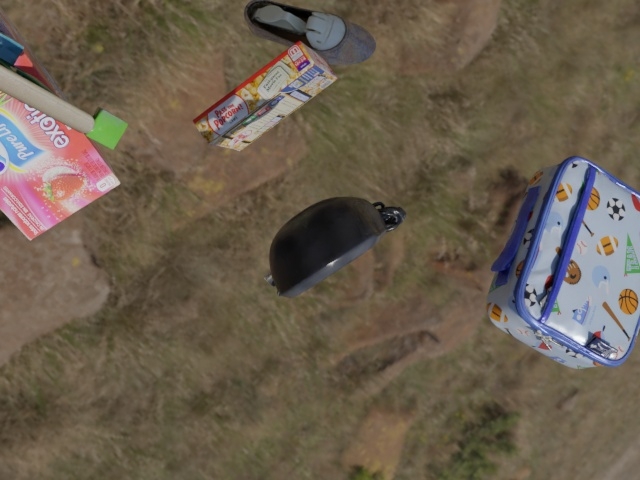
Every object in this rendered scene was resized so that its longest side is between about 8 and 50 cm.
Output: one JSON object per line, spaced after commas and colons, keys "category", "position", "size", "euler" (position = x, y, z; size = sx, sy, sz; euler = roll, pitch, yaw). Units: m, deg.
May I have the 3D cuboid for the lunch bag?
{"category": "lunch bag", "position": [0.387, 0.038, 1.363], "size": [0.115, 0.243, 0.303], "euler": [-19, -136, 62]}

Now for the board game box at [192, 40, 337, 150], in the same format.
{"category": "board game box", "position": [-0.078, -0.209, 1.324], "size": [0.193, 0.045, 0.147], "euler": [-35, 174, 12]}

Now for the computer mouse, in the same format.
{"category": "computer mouse", "position": [0.000, 0.000, 0.981], "size": [0.188, 0.072, 0.272], "euler": [-32, 179, 6]}

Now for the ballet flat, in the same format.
{"category": "ballet flat", "position": [-0.034, -0.460, 1.951], "size": [0.107, 0.316, 0.106], "euler": [-71, 158, -7]}

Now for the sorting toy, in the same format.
{"category": "sorting toy", "position": [-0.320, -0.181, 0.833], "size": [0.047, 0.196, 0.348], "euler": [-59, 145, 1]}

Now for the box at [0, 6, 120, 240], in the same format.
{"category": "box", "position": [-0.392, -0.164, 1.088], "size": [0.142, 0.154, 0.300], "euler": [-33, 141, -5]}
